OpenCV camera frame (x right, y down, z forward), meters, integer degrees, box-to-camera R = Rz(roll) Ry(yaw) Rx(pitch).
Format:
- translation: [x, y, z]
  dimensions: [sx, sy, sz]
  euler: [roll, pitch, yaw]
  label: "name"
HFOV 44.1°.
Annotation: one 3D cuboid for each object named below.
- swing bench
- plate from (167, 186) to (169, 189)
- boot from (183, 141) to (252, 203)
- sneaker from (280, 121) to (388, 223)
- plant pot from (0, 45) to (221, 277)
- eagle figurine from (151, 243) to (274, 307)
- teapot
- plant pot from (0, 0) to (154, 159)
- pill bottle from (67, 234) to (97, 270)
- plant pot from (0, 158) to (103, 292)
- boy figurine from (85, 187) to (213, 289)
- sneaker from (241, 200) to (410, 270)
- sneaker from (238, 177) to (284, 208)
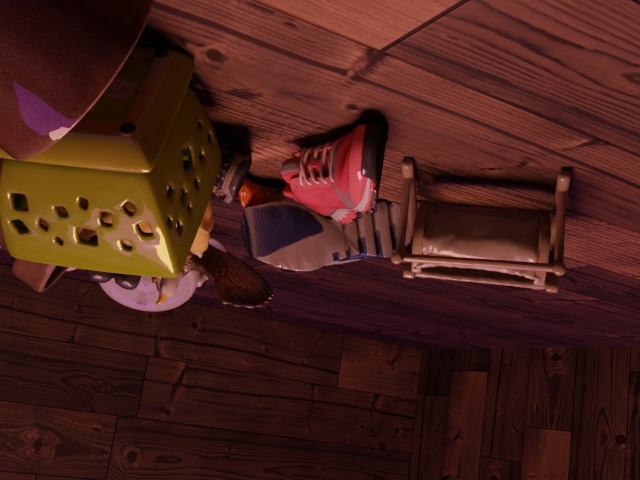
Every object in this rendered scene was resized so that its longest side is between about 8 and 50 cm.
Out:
- translation: [0.259, -0.008, 1.271]
  dimensions: [0.253, 0.165, 0.255]
  euler: [5, 167, 14]
  label: "swing bench"
- translation: [-0.358, -0.123, 1.431]
  dimensions: [0.277, 0.045, 0.278]
  euler: [10, 167, -7]
  label: "plate"
- translation: [-0.202, -0.130, 1.237]
  dimensions: [0.178, 0.085, 0.236]
  euler: [24, 179, -8]
  label: "boot"
- translation: [0.010, -0.093, 1.167]
  dimensions: [0.136, 0.116, 0.314]
  euler: [11, 167, -7]
  label: "sneaker"
- translation: [-0.262, -0.111, 0.964]
  dimensions: [0.227, 0.228, 0.207]
  euler: [7, 140, 6]
  label: "plant pot"
- translation: [-0.227, 0.022, 1.414]
  dimensions: [0.298, 0.225, 0.226]
  euler: [-12, 166, 41]
  label: "eagle figurine"
- translation: [-0.383, 0.028, 1.822]
  dimensions: [0.252, 0.187, 0.256]
  euler: [-21, 131, 22]
  label: "teapot"
- translation: [-0.296, -0.219, 0.663]
  dimensions: [0.215, 0.216, 0.230]
  euler: [-5, 148, 45]
  label: "plant pot"
- translation: [-0.552, -0.064, 1.499]
  dimensions: [0.153, 0.153, 0.264]
  euler: [-4, 149, 42]
  label: "pill bottle"
- translation: [-0.439, -0.091, 1.214]
  dimensions: [0.229, 0.263, 0.263]
  euler: [38, 161, -8]
  label: "plant pot"
- translation: [-0.238, -0.011, 1.180]
  dimensions: [0.177, 0.092, 0.285]
  euler: [20, 149, -36]
  label: "boy figurine"
- translation: [0.001, 0.000, 1.483]
  dimensions: [0.315, 0.128, 0.182]
  euler: [-2, 173, -19]
  label: "sneaker"
- translation: [-0.110, -0.084, 1.447]
  dimensions: [0.067, 0.064, 0.175]
  euler: [-18, 165, 12]
  label: "sneaker"
